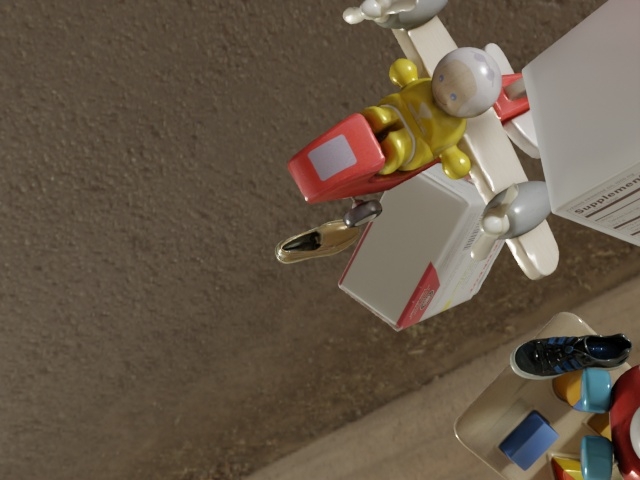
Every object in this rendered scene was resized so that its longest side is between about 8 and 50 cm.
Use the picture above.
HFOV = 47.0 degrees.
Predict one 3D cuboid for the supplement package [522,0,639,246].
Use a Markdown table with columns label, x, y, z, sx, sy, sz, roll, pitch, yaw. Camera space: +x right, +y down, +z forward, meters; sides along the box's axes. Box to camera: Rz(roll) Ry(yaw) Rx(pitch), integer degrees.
| label | x | y | z | sx | sy | sz | roll | pitch | yaw |
| --- | --- | --- | --- | --- | --- | --- | --- | --- | --- |
| supplement package | 0.292 | -0.074 | 0.552 | 0.244 | 0.139 | 0.134 | 17 | 146 | -29 |

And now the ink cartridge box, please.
| label | x | y | z | sx | sy | sz | roll | pitch | yaw |
| --- | --- | --- | --- | --- | --- | --- | --- | --- | --- |
| ink cartridge box | 0.239 | -0.002 | 1.490 | 0.384 | 0.160 | 0.279 | -7 | 127 | -59 |

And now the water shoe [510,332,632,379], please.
| label | x | y | z | sx | sy | sz | roll | pitch | yaw |
| --- | --- | --- | --- | --- | --- | --- | --- | --- | --- |
| water shoe | 0.429 | 0.188 | 1.265 | 0.203 | 0.073 | 0.080 | -6 | 149 | -2 |

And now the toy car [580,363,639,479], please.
| label | x | y | z | sx | sy | sz | roll | pitch | yaw |
| --- | --- | --- | --- | --- | --- | --- | --- | --- | --- |
| toy car | 0.514 | 0.269 | 1.091 | 0.219 | 0.210 | 0.238 | 3 | 159 | 13 |

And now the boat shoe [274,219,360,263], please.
| label | x | y | z | sx | sy | sz | roll | pitch | yaw |
| --- | --- | --- | --- | --- | --- | --- | --- | --- | --- |
| boat shoe | 0.000 | 0.000 | 1.525 | 0.189 | 0.068 | 0.072 | -22 | 170 | -15 |

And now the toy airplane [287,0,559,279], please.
| label | x | y | z | sx | sy | sz | roll | pitch | yaw |
| --- | --- | --- | --- | --- | --- | --- | --- | --- | --- |
| toy airplane | 0.187 | -0.176 | 1.000 | 0.386 | 0.385 | 0.272 | 21 | 163 | -4 |

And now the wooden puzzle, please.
| label | x | y | z | sx | sy | sz | roll | pitch | yaw |
| --- | --- | --- | --- | --- | --- | --- | --- | --- | --- |
| wooden puzzle | 0.479 | 0.358 | 1.393 | 0.348 | 0.080 | 0.322 | 41 | 95 | -13 |
